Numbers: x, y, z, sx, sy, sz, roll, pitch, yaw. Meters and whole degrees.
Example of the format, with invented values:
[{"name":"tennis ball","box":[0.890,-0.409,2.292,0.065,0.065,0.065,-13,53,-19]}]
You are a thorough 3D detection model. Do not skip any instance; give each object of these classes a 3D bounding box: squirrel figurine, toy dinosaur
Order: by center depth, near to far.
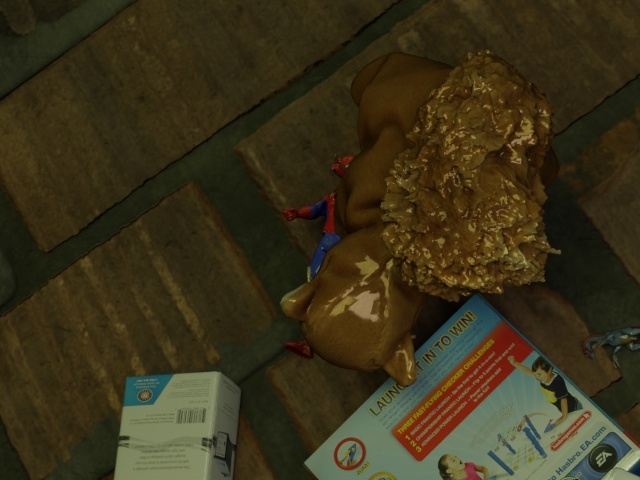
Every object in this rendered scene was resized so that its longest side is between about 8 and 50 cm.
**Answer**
[{"name":"squirrel figurine","box":[0.114,-0.023,1.949,0.281,0.397,0.370,37,73,-9]},{"name":"toy dinosaur","box":[0.365,0.124,2.019,0.082,0.047,0.090,9,37,36]}]

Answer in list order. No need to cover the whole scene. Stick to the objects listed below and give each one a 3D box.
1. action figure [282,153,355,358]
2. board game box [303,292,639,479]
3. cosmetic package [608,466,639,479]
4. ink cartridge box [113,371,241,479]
[{"name":"action figure","box":[0.000,0.000,2.165,0.091,0.139,0.280,-3,62,34]},{"name":"board game box","box":[0.189,0.274,1.984,0.308,0.086,0.302,-44,57,-1]},{"name":"cosmetic package","box":[0.375,0.364,1.804,0.151,0.183,0.151,23,77,29]},{"name":"ink cartridge box","box":[-0.188,0.275,2.149,0.140,0.082,0.190,-5,66,22]}]
